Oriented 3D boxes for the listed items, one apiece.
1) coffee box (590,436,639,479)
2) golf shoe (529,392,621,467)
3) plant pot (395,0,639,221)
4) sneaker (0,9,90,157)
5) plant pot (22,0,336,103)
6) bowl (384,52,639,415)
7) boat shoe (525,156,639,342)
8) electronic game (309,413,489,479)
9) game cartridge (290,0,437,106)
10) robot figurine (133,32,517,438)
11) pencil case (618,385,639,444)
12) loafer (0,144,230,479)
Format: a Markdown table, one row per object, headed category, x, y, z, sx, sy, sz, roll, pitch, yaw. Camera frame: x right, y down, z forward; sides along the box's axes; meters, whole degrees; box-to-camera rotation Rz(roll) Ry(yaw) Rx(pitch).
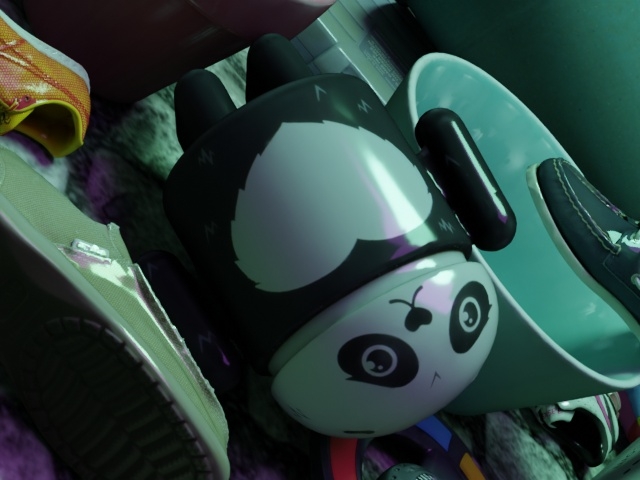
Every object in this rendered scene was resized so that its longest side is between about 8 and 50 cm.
| category | x | y | z | sx | sy | sz | roll | pitch | yaw |
| --- | --- | --- | --- | --- | --- | --- | --- | --- | --- |
| coffee box | 0.468 | 0.245 | 1.224 | 0.338 | 0.334 | 0.338 | -33 | 87 | -33 |
| golf shoe | 0.212 | 0.125 | 1.376 | 0.186 | 0.067 | 0.086 | 47 | 29 | -16 |
| plant pot | 0.295 | -0.166 | 1.469 | 0.334 | 0.341 | 0.341 | 64 | 27 | 2 |
| sneaker | -0.213 | -0.108 | 0.961 | 0.175 | 0.064 | 0.067 | 26 | 48 | -40 |
| plant pot | -0.112 | -0.202 | 1.098 | 0.201 | 0.180 | 0.201 | 39 | 31 | -29 |
| bowl | 0.116 | 0.020 | 1.235 | 0.311 | 0.163 | 0.311 | 39 | 30 | -28 |
| boat shoe | 0.262 | 0.027 | 1.195 | 0.254 | 0.079 | 0.095 | 52 | 31 | -5 |
| electronic game | 0.074 | 0.202 | 1.084 | 0.229 | 0.048 | 0.229 | 39 | 31 | -29 |
| game cartridge | 0.097 | -0.120 | 1.484 | 0.355 | 0.068 | 0.230 | 50 | 31 | -10 |
| robot figurine | 0.002 | -0.002 | 1.020 | 0.174 | 0.209 | 0.278 | -2 | 57 | -60 |
| pencil case | 0.347 | 0.211 | 1.470 | 0.104 | 0.104 | 0.236 | 25 | 41 | -45 |
| loafer | -0.139 | 0.039 | 0.867 | 0.268 | 0.102 | 0.092 | 51 | 33 | -5 |
